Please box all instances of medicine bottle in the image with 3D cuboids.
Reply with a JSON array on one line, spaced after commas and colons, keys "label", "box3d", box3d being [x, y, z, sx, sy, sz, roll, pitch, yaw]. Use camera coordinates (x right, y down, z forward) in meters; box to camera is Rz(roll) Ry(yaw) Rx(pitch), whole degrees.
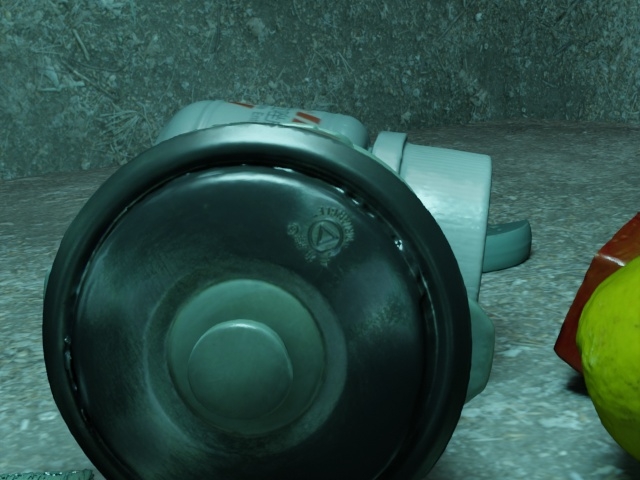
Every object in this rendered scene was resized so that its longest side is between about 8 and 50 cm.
[{"label": "medicine bottle", "box3d": [0.000, 0.000, 0.938, 0.306, 0.245, 0.245, 7, 13, 6]}]

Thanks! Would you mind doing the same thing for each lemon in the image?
[{"label": "lemon", "box3d": [0.274, 0.082, 0.643, 0.207, 0.170, 0.170, 1, 13, 23]}]

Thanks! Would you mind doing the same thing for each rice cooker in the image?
[{"label": "rice cooker", "box3d": [-0.035, 0.049, 0.670, 0.316, 0.264, 0.317, 9, 10, -2]}]

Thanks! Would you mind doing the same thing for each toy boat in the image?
[{"label": "toy boat", "box3d": [0.342, 0.044, 0.912, 0.133, 0.145, 0.331, 28, 27, 23]}]

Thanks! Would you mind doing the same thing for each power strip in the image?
[{"label": "power strip", "box3d": [0.156, 0.003, 1.344, 0.253, 0.054, 0.167, 3, 12, 22]}]

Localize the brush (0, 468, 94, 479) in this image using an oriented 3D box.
[{"label": "brush", "box3d": [-0.203, 0.195, 0.625, 0.082, 0.010, 0.218, -4, 12, -2]}]
